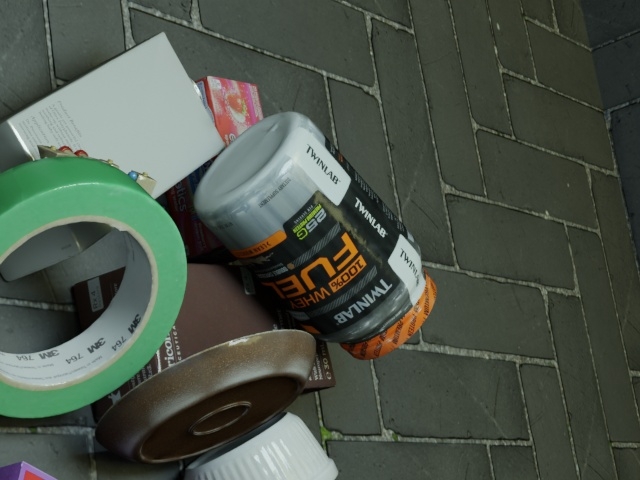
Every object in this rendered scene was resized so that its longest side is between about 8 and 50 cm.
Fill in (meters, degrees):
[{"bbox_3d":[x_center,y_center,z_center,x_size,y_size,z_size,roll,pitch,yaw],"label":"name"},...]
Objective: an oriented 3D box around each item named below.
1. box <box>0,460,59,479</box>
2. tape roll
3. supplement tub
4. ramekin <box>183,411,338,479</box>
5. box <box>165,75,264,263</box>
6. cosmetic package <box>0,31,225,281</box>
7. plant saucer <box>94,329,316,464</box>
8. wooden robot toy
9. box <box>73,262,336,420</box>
[{"bbox_3d":[-0.298,0.423,1.764,0.293,0.057,0.201,39,46,-37],"label":"box"},{"bbox_3d":[-0.317,0.059,1.717,0.321,0.321,0.077,29,9,-44],"label":"tape roll"},{"bbox_3d":[0.000,0.000,2.016,0.338,0.207,0.207,47,41,-23],"label":"supplement tub"},{"bbox_3d":[-0.089,0.321,1.977,0.207,0.207,0.109,-29,90,-55],"label":"ramekin"},{"bbox_3d":[-0.152,-0.103,2.160,0.122,0.128,0.257,3,71,-53],"label":"box"},{"bbox_3d":[-0.309,-0.119,1.930,0.197,0.155,0.365,63,35,-10],"label":"cosmetic package"},{"bbox_3d":[-0.138,0.213,1.863,0.310,0.310,0.050,2,55,-53],"label":"plant saucer"},{"bbox_3d":[-0.288,-0.065,1.767,0.173,0.076,0.079,15,99,-49],"label":"wooden robot toy"},{"bbox_3d":[-0.155,0.137,2.031,0.381,0.143,0.191,2,72,-52],"label":"box"}]
